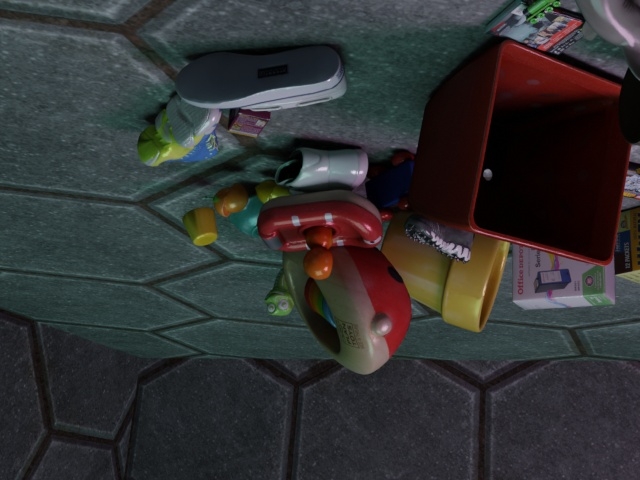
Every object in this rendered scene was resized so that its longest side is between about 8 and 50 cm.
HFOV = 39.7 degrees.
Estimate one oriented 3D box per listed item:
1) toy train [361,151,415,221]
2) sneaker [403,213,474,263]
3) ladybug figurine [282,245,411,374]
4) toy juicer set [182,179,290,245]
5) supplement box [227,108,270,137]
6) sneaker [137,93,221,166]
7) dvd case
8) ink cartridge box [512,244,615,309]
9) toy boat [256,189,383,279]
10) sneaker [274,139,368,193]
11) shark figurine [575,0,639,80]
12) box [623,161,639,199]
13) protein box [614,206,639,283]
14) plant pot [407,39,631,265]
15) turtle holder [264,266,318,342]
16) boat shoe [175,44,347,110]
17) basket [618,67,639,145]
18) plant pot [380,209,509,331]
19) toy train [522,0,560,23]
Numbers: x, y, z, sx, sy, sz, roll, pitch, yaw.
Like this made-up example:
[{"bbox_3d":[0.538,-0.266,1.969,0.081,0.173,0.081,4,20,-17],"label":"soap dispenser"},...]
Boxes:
[{"bbox_3d":[0.155,-0.089,1.720,0.144,0.105,0.248,-1,167,-31],"label":"toy train"},{"bbox_3d":[0.230,-0.032,1.655,0.078,0.106,0.234,22,179,35],"label":"sneaker"},{"bbox_3d":[0.059,0.109,1.830,0.162,0.305,0.449,-22,-158,-15],"label":"ladybug figurine"},{"bbox_3d":[-0.108,-0.078,1.854,0.329,0.089,0.209,-2,151,-35],"label":"toy juicer set"},{"bbox_3d":[-0.119,-0.209,1.474,0.055,0.043,0.083,11,162,-18],"label":"supplement box"},{"bbox_3d":[-0.213,-0.193,1.521,0.126,0.091,0.240,-5,172,-40],"label":"sneaker"},{"bbox_3d":[0.294,-0.285,1.182,0.120,0.013,0.087,10,162,-19],"label":"dvd case"},{"bbox_3d":[0.547,0.069,2.004,0.213,0.154,0.093,-7,159,33],"label":"ink cartridge box"},{"bbox_3d":[0.000,0.000,1.629,0.231,0.151,0.151,-7,155,11],"label":"toy boat"},{"bbox_3d":[-0.027,-0.108,1.686,0.151,0.094,0.256,5,154,-21],"label":"sneaker"},{"bbox_3d":[0.431,-0.246,1.090,0.279,0.116,0.166,6,159,-1],"label":"shark figurine"},{"bbox_3d":[0.566,-0.112,1.636,0.137,0.027,0.094,10,160,-17],"label":"box"},{"bbox_3d":[0.739,0.010,1.799,0.200,0.135,0.201,16,159,-33],"label":"protein box"},{"bbox_3d":[0.281,-0.118,1.345,0.267,0.267,0.236,14,174,-27],"label":"plant pot"},{"bbox_3d":[0.046,0.147,2.259,0.243,0.227,0.320,-9,158,38],"label":"turtle holder"},{"bbox_3d":[-0.087,-0.227,1.326,0.258,0.095,0.084,1,158,15],"label":"boat shoe"},{"bbox_3d":[0.532,-0.181,1.180,0.227,0.154,0.204,4,-168,-6],"label":"basket"},{"bbox_3d":[0.260,0.044,1.887,0.239,0.253,0.254,15,166,18],"label":"plant pot"},{"bbox_3d":[0.286,-0.300,1.104,0.024,0.017,0.083,25,142,-30],"label":"toy train"}]
